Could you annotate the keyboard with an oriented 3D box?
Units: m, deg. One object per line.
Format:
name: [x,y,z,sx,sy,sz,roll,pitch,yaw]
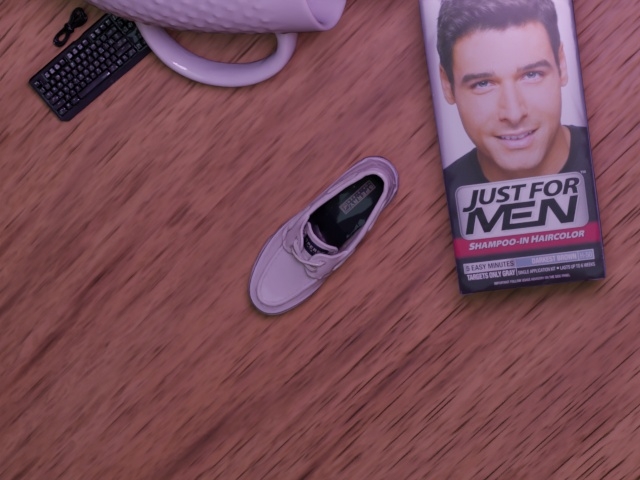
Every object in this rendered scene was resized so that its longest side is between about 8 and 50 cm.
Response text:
keyboard: [-0.311,-0.252,1.931,0.180,0.023,0.108,-38,92,13]

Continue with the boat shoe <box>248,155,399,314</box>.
boat shoe: [0.000,0.000,1.892,0.267,0.088,0.096,-42,92,14]

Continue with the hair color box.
hair color box: [0.243,-0.132,1.814,0.185,0.113,0.374,-7,99,11]

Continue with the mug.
mug: [-0.143,-0.350,1.780,0.328,0.276,0.374,1,131,16]
